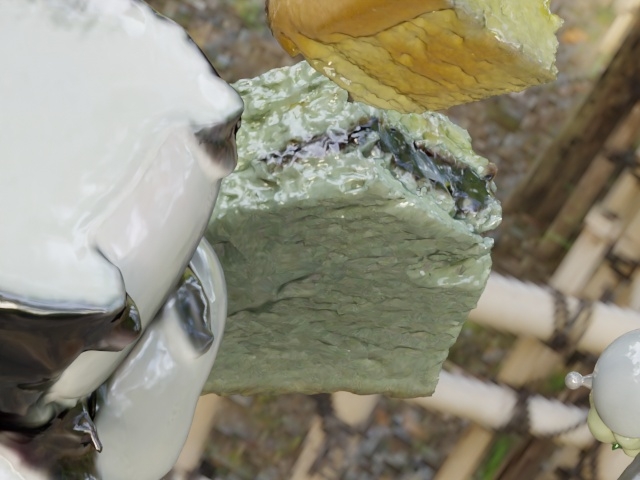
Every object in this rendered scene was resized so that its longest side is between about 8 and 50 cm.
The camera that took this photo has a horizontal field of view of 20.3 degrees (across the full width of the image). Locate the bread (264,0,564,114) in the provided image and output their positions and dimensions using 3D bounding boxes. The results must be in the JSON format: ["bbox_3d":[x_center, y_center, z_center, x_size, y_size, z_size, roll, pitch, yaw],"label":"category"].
[{"bbox_3d":[0.065,-0.164,0.981,0.140,0.169,0.160,31,68,-28],"label":"bread"}]

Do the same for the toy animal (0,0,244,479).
[{"bbox_3d":[-0.161,0.029,0.894,0.251,0.310,0.251,8,50,-9],"label":"toy animal"}]

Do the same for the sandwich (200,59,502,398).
[{"bbox_3d":[-0.001,0.000,1.385,0.262,0.325,0.131,3,54,-8],"label":"sandwich"}]

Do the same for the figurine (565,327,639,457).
[{"bbox_3d":[0.289,0.109,1.368,0.093,0.197,0.147,50,40,-43],"label":"figurine"}]

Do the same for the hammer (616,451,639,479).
[{"bbox_3d":[0.203,0.100,0.558,0.297,0.125,0.027,0,10,-28],"label":"hammer"}]
